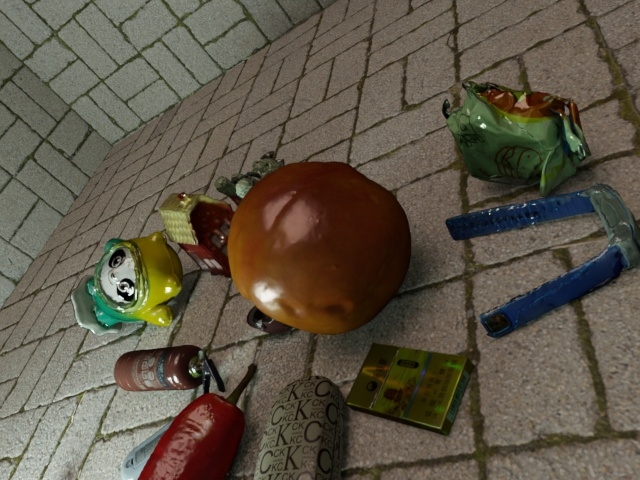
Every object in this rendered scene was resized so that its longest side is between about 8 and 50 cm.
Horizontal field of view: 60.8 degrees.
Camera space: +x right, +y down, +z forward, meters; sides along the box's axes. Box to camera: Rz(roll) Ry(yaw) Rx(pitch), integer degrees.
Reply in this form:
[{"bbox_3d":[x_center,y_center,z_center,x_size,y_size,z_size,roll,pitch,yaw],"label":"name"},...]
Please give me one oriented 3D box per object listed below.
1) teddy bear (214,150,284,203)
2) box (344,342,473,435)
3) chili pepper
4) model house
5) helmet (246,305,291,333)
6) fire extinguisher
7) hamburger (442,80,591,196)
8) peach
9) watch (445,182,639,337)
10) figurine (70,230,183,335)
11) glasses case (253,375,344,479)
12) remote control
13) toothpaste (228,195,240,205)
[{"bbox_3d":[-0.182,-0.160,1.532,0.133,0.111,0.213,18,39,32],"label":"teddy bear"},{"bbox_3d":[0.140,0.234,0.885,0.193,0.030,0.121,-1,50,46],"label":"box"},{"bbox_3d":[-0.210,0.360,1.018,0.135,0.131,0.338,9,55,40],"label":"chili pepper"},{"bbox_3d":[-0.325,-0.042,1.508,0.196,0.254,0.160,10,55,51],"label":"model house"},{"bbox_3d":[-0.093,0.161,1.184,0.123,0.070,0.098,-30,27,31],"label":"helmet"},{"bbox_3d":[-0.340,0.313,1.257,0.344,0.102,0.137,-12,75,37],"label":"fire extinguisher"},{"bbox_3d":[0.345,-0.177,1.008,0.276,0.261,0.150,-42,-27,-89],"label":"hamburger"},{"bbox_3d":[0.000,0.000,1.028,0.301,0.343,0.343,-64,31,8],"label":"peach"},{"bbox_3d":[0.362,-0.003,0.908,0.275,0.068,0.276,-34,33,22],"label":"watch"},{"bbox_3d":[-0.540,0.124,1.578,0.340,0.231,0.323,-28,73,26],"label":"figurine"},{"bbox_3d":[-0.037,0.375,0.852,0.137,0.085,0.354,-24,37,28],"label":"glasses case"},{"bbox_3d":[-0.317,0.423,1.136,0.244,0.047,0.087,-38,29,4],"label":"remote control"},{"bbox_3d":[-0.166,-0.126,1.612,0.076,0.066,0.320,-52,32,-15],"label":"toothpaste"}]
